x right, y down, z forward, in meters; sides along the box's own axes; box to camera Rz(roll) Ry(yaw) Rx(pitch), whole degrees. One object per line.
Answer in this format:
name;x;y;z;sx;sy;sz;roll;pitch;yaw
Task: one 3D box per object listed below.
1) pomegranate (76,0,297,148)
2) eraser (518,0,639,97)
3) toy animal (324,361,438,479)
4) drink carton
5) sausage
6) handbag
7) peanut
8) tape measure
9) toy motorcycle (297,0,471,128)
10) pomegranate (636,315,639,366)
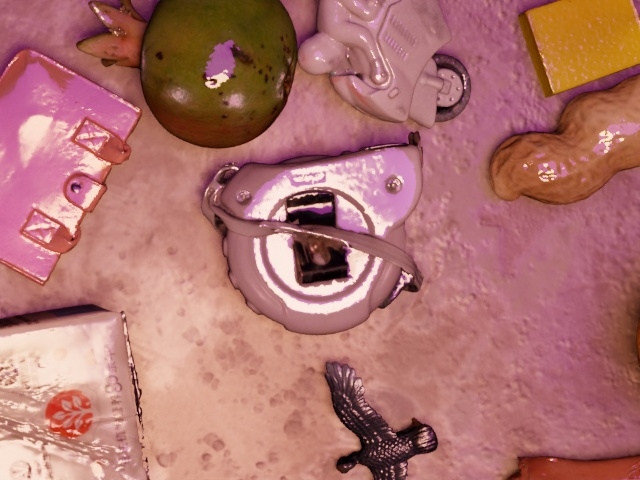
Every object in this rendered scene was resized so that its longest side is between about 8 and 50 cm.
pomegranate;-0.134;-0.192;1.767;0.224;0.181;0.181;14;87;17
eraser;0.289;-0.221;1.877;0.122;0.045;0.097;-19;90;-8
toy animal;0.068;0.223;1.829;0.108;0.062;0.220;-18;97;-8
drink carton;-0.348;0.182;1.716;0.324;0.132;0.194;-9;93;-18
sausage;0.350;0.257;1.859;0.304;0.078;0.078;-5;89;-7
handbag;-0.295;-0.077;1.791;0.157;0.059;0.212;30;84;-5
peanut;0.288;-0.103;1.856;0.228;0.085;0.104;-30;83;-6
tape measure;0.000;0.000;1.800;0.236;0.120;0.197;-9;92;-3
toy motorcycle;0.051;-0.224;1.809;0.171;0.110;0.260;-30;104;-14
pomegranate;0.451;0.115;1.801;0.248;0.248;0.248;0;89;-7
